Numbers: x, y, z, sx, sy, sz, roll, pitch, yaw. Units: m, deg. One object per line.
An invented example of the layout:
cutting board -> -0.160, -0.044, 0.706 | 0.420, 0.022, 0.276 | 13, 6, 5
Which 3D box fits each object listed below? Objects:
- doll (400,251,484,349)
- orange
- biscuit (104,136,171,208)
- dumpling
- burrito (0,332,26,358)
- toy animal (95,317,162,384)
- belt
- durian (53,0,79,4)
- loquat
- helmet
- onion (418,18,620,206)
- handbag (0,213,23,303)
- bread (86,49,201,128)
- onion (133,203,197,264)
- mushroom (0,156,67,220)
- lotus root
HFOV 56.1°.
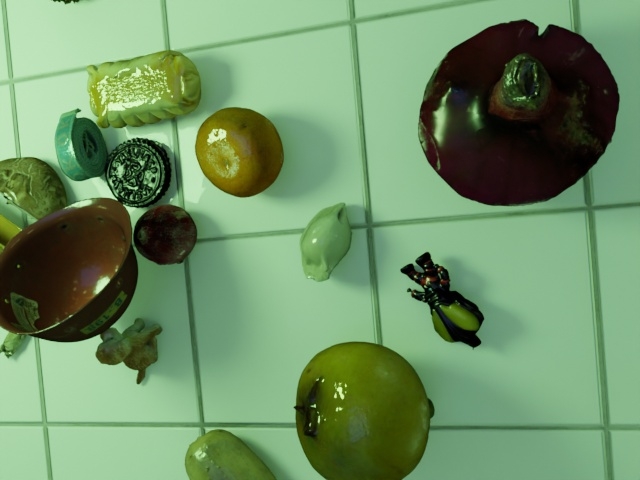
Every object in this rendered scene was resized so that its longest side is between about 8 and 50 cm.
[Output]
doll -> 0.285, 0.149, 1.398 | 0.088, 0.127, 0.248 | -32, 86, -20
orange -> -0.193, -0.215, 1.465 | 0.224, 0.170, 0.223 | 10, 115, 23
biscuit -> -0.486, -0.181, 1.603 | 0.195, 0.053, 0.194 | 1, 93, 14
dumpling -> 0.003, -0.001, 1.463 | 0.155, 0.181, 0.111 | -4, 131, 44
burrito -> -0.880, 0.277, 1.737 | 0.055, 0.041, 0.149 | 36, 98, -3
toy animal -> -0.508, 0.310, 1.565 | 0.104, 0.185, 0.183 | 9, 95, 13
belt -> -0.637, -0.242, 1.597 | 0.082, 0.147, 0.162 | -9, 61, 20
durian -> -0.693, -0.721, 1.566 | 0.167, 0.196, 0.195 | 19, 99, 50
loquat -> 0.111, 0.392, 1.357 | 0.328, 0.360, 0.328 | -16, 71, 57
helmet -> -0.585, 0.102, 1.486 | 0.338, 0.230, 0.385 | 31, 69, 32
onion -> 0.395, -0.249, 1.180 | 0.399, 0.420, 0.397 | 1, 97, 5
handbag -> -0.915, 0.044, 1.666 | 0.401, 0.133, 0.282 | 29, 123, 15
bread -> -0.447, -0.385, 1.547 | 0.312, 0.121, 0.172 | -4, 95, 15
onion -> -0.405, -0.015, 1.516 | 0.160, 0.195, 0.159 | 0, 90, 20
mushroom -> -0.796, -0.146, 1.662 | 0.286, 0.156, 0.151 | 35, 73, 10
lotus root -> -0.202, 0.625, 1.514 | 0.343, 0.151, 0.169 | 43, 103, 12
